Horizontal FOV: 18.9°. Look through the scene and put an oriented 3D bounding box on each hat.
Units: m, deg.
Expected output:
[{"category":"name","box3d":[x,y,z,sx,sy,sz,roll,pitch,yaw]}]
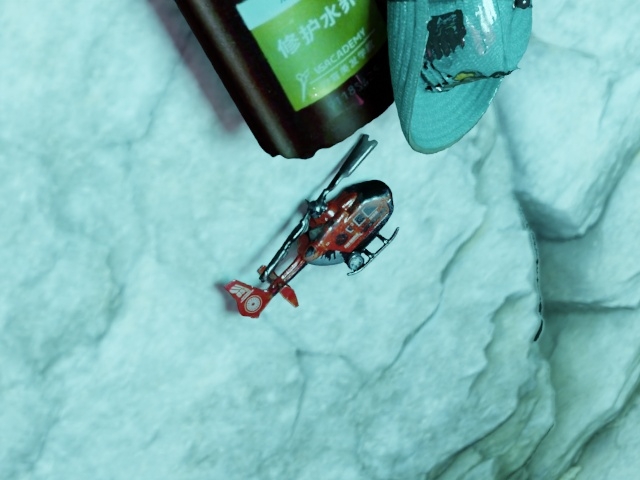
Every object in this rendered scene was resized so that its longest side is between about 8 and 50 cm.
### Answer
[{"category":"hat","box3d":[0.088,-0.150,1.162,0.138,0.078,0.191,-2,88,-65]}]

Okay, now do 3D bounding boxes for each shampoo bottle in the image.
[{"category":"shampoo bottle","box3d":[-0.048,-0.197,1.102,0.129,0.084,0.323,-39,131,-12]}]

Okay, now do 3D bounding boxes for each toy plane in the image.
[{"category":"toy plane","box3d":[0.000,0.000,1.282,0.145,0.037,0.060,-44,127,-3]}]
